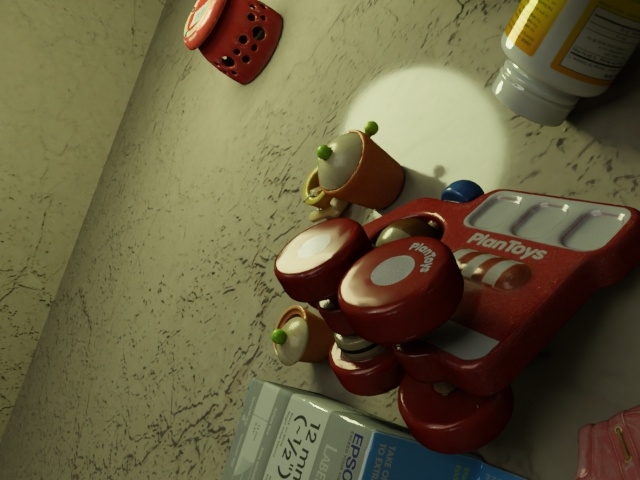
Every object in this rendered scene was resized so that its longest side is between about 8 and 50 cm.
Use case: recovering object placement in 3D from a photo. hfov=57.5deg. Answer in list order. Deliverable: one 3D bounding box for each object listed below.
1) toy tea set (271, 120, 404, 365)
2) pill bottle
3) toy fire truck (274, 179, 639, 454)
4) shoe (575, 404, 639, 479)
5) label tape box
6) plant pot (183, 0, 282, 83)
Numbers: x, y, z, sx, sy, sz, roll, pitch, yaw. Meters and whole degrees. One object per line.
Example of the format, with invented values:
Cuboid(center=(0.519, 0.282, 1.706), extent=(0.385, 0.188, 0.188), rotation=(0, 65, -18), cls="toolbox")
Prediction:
Cuboid(center=(0.000, 0.000, 0.787), extent=(0.200, 0.124, 0.336), rotation=(-20, 54, 48), cls="toy tea set")
Cuboid(center=(0.252, -0.220, 0.549), extent=(0.117, 0.117, 0.215), rotation=(-105, 31, -45), cls="pill bottle")
Cuboid(center=(0.117, 0.034, 0.575), extent=(0.254, 0.169, 0.302), rotation=(-37, 26, -18), cls="toy fire truck")
Cuboid(center=(0.232, 0.199, 0.391), extent=(0.081, 0.063, 0.178), rotation=(-38, 37, 38), cls="shoe")
Cuboid(center=(0.018, 0.301, 0.581), extent=(0.347, 0.115, 0.249), rotation=(0, 70, 57), cls="label tape box")
Cuboid(center=(-0.209, -0.492, 1.361), extent=(0.191, 0.174, 0.191), rotation=(-34, 42, 38), cls="plant pot")
